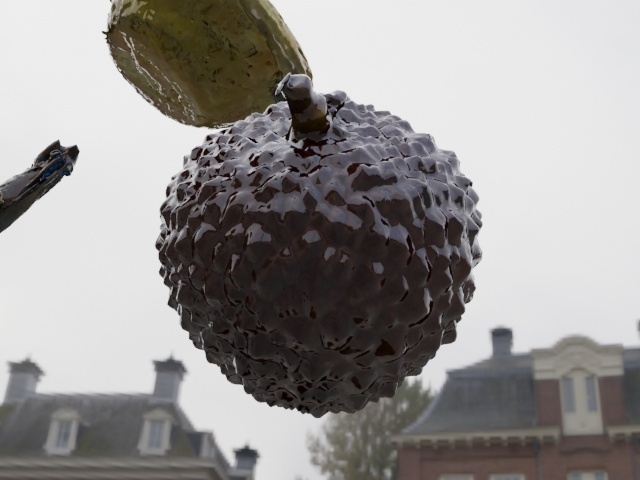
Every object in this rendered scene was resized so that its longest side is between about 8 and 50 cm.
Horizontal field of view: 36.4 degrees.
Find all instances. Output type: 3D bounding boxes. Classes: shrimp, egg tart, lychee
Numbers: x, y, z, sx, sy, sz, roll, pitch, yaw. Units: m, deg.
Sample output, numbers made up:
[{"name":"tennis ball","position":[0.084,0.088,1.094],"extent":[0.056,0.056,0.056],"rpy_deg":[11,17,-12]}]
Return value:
[{"name":"shrimp","position":[-0.462,-0.058,1.417],"extent":[0.290,0.222,0.054],"rpy_deg":[-37,-71,3]},{"name":"egg tart","position":[-0.226,-0.328,1.671],"extent":[0.443,0.178,0.443],"rpy_deg":[32,-20,14]},{"name":"lychee","position":[0.000,0.000,0.768],"extent":[0.264,0.264,0.300],"rpy_deg":[1,-50,5]}]

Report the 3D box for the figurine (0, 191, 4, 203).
[{"name":"figurine","position":[-0.467,-0.086,1.243],"extent":[0.121,0.122,0.176],"rpy_deg":[-1,7,-15]}]
